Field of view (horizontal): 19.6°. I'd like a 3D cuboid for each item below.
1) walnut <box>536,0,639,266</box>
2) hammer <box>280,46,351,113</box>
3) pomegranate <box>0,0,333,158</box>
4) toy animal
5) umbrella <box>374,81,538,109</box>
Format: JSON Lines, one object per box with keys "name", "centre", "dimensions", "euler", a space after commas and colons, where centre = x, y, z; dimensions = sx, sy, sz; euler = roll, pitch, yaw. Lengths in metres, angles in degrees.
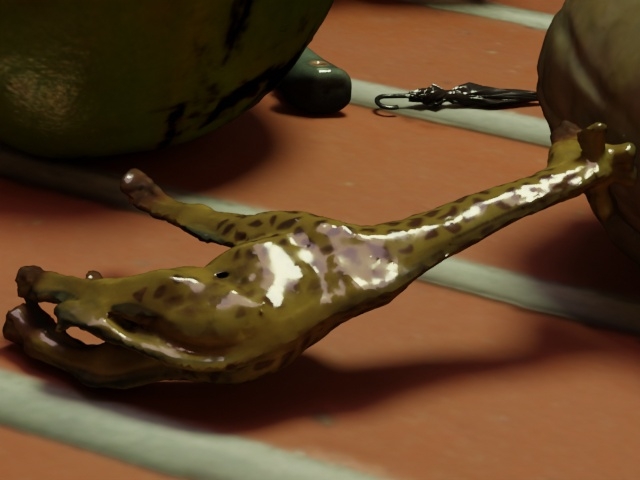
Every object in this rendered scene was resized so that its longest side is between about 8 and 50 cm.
{"name": "walnut", "centre": [0.214, -0.065, 0.868], "dimensions": [0.224, 0.224, 0.224], "euler": [3, 24, -1]}
{"name": "hammer", "centre": [-0.050, -0.142, 1.194], "dimensions": [0.111, 0.033, 0.287], "euler": [-6, 26, -20]}
{"name": "pomegranate", "centre": [-0.117, -0.167, 1.018], "dimensions": [0.261, 0.260, 0.341], "euler": [2, -5, -5]}
{"name": "toy animal", "centre": [0.000, 0.005, 0.788], "dimensions": [0.276, 0.054, 0.149], "euler": [-10, 28, 10]}
{"name": "umbrella", "centre": [0.089, -0.087, 1.114], "dimensions": [0.122, 0.013, 0.022], "euler": [-4, 37, -20]}
